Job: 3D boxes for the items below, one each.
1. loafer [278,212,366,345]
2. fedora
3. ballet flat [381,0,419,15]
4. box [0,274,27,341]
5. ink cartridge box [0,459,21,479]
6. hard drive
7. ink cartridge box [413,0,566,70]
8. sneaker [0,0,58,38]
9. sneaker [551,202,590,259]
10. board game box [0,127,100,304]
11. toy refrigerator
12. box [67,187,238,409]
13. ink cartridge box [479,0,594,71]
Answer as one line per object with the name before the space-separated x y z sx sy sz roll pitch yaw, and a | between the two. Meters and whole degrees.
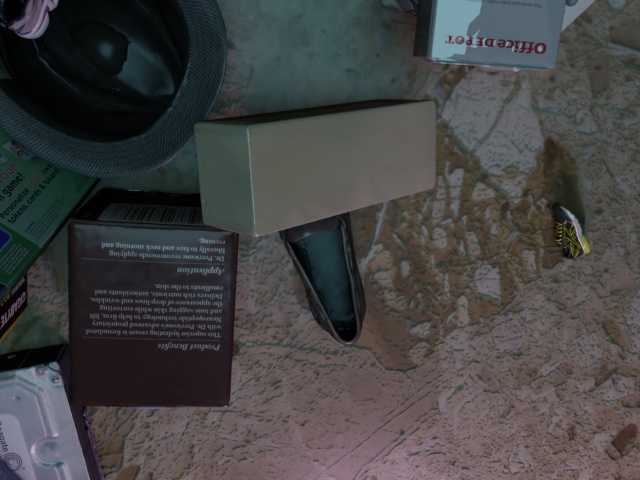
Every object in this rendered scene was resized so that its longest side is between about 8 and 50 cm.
loafer | 0.000 0.000 0.802 0.096 0.084 0.268 -21 107 -1
fedora | -0.223 -0.196 0.699 0.275 0.124 0.244 26 98 -1
ballet flat | 0.077 -0.290 0.762 0.041 0.041 0.114 -42 105 5
box | -0.495 0.072 0.672 0.321 0.257 0.079 4 107 -9
ink cartridge box | -0.484 0.339 0.740 0.270 0.151 0.396 -34 108 3
hard drive | -0.458 0.273 0.833 0.338 0.064 0.237 -9 106 -5
ink cartridge box | 0.163 -0.255 0.637 0.127 0.072 0.175 3 106 -7
sneaker | -0.256 -0.230 0.597 0.038 0.069 0.098 22 97 -1
sneaker | 0.316 -0.009 0.866 0.035 0.031 0.083 -34 106 3
board game box | -0.349 -0.059 0.634 0.213 0.317 0.046 35 128 -14
toy refrigerator | 0.004 -0.087 0.707 0.269 0.094 0.102 -18 111 -41
box | -0.179 0.057 0.753 0.168 0.167 0.203 4 105 -8
ink cartridge box | 0.235 -0.353 0.718 0.283 0.117 0.207 -43 105 6
